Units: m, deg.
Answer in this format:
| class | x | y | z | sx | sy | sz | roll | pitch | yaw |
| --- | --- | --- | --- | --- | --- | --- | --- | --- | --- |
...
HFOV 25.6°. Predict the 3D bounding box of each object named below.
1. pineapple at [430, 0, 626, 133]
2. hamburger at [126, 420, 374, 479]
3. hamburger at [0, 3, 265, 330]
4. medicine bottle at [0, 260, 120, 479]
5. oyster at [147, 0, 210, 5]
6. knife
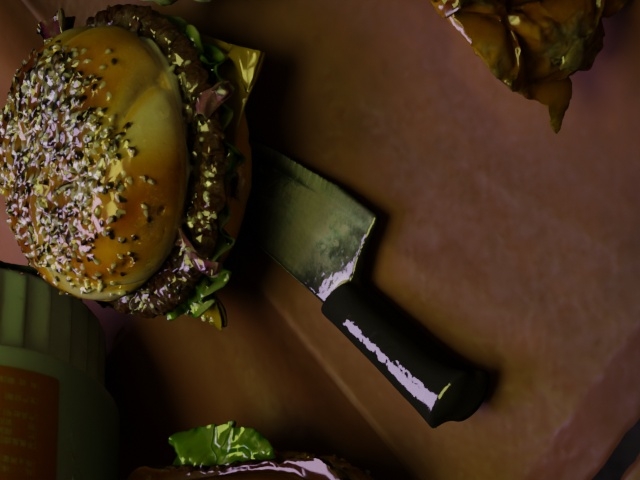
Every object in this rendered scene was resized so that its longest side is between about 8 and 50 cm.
| class | x | y | z | sx | sy | sz | roll | pitch | yaw |
| --- | --- | --- | --- | --- | --- | --- | --- | --- | --- |
| pineapple | 0.037 | -0.179 | 0.491 | 0.140 | 0.164 | 0.250 | -39 | 74 | 16 |
| hamburger | -0.025 | 0.152 | 0.664 | 0.166 | 0.087 | 0.137 | -10 | 88 | 44 |
| hamburger | -0.105 | -0.039 | 0.702 | 0.189 | 0.093 | 0.164 | 8 | 98 | 53 |
| medicine bottle | -0.178 | 0.177 | 0.695 | 0.158 | 0.158 | 0.318 | -45 | 37 | 39 |
| oyster | -0.029 | -0.181 | 0.641 | 0.125 | 0.064 | 0.177 | 32 | 116 | 42 |
| knife | 0.000 | 0.000 | 0.666 | 0.230 | 0.028 | 0.060 | 41 | 121 | 39 |
